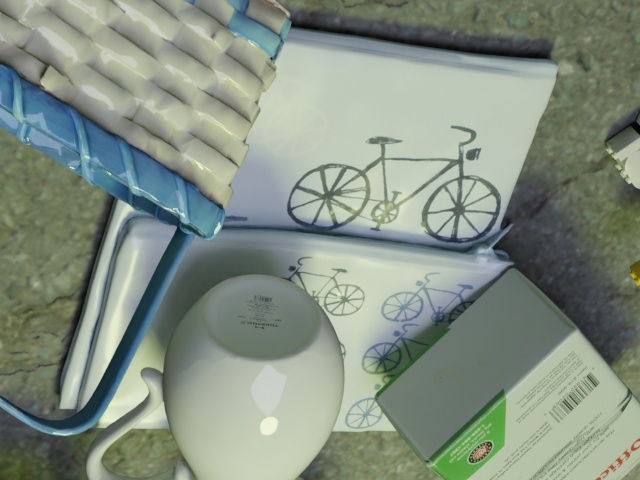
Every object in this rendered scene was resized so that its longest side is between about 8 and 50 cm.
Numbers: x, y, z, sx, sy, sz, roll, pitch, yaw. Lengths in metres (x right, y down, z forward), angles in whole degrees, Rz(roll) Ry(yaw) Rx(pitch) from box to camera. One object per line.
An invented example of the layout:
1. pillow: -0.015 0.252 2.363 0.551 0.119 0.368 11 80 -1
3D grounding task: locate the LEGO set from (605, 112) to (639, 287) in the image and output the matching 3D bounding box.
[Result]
1. LEGO set: 0.283 0.009 1.277 0.093 0.087 0.227 -35 127 3

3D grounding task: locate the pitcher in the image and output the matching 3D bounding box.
1. pitcher: -0.077 0.123 1.156 0.178 0.125 0.207 4 133 -5

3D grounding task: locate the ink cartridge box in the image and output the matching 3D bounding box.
1. ink cartridge box: 0.161 0.139 1.284 0.153 0.087 0.208 -43 138 1

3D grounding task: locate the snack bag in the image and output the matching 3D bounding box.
1. snack bag: 0.000 0.000 1.189 0.323 0.037 0.342 5 120 -24

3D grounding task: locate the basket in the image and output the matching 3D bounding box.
1. basket: -0.168 -0.059 0.952 0.255 0.201 0.289 36 78 -25
